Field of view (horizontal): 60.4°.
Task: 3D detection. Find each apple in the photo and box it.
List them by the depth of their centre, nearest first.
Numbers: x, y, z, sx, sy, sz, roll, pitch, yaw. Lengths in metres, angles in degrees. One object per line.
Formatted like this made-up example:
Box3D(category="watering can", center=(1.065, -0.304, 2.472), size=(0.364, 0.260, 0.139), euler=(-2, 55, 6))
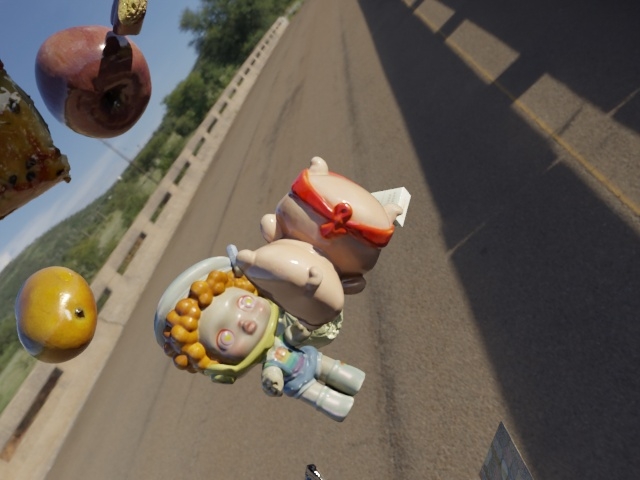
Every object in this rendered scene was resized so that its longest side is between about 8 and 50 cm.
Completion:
Box3D(category="apple", center=(-0.584, -0.414, 1.419), size=(0.305, 0.235, 0.306), euler=(-44, -19, -20))

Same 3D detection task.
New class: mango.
Box3D(category="mango", center=(-0.552, 0.141, 1.139), size=(0.254, 0.139, 0.176), euler=(36, 93, 42))

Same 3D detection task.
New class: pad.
Box3D(category="pad", center=(0.398, 0.518, 1.179), size=(0.235, 0.003, 0.158), euler=(-90, 15, -74))

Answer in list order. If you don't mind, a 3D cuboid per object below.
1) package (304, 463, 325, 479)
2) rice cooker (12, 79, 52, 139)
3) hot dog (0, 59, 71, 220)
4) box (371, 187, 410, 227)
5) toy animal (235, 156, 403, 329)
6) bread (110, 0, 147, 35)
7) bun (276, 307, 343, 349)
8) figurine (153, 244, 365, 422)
Box3D(category="package", center=(0.022, 0.548, 1.117), size=(0.030, 0.154, 0.239), euler=(-34, -30, -20))
Box3D(category="rice cooker", center=(-0.620, -0.192, 0.958), size=(0.224, 0.267, 0.267), euler=(-49, 16, -20))
Box3D(category="hot dog", center=(-0.497, -0.107, 0.552), size=(0.196, 0.367, 0.365), euler=(29, 62, 39))
Box3D(category="box", center=(0.150, -0.077, 1.427), size=(0.152, 0.048, 0.100), euler=(-9, 49, 41))
Box3D(category="toy animal", center=(0.000, 0.000, 0.709), size=(0.198, 0.171, 0.171), euler=(-55, 18, -18))
Box3D(category="bread", center=(-0.435, -0.525, 1.252), size=(0.192, 0.067, 0.119), euler=(-29, 62, 58))
Box3D(category="bun", center=(-0.052, 0.167, 1.367), size=(0.220, 0.221, 0.134), euler=(-41, -24, 29))
Box3D(category="figurine", center=(-0.117, 0.205, 0.990), size=(0.224, 0.382, 0.205), euler=(-44, -9, -20))
